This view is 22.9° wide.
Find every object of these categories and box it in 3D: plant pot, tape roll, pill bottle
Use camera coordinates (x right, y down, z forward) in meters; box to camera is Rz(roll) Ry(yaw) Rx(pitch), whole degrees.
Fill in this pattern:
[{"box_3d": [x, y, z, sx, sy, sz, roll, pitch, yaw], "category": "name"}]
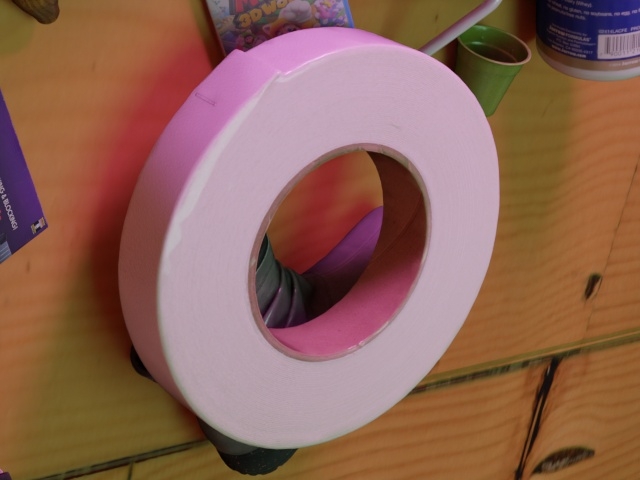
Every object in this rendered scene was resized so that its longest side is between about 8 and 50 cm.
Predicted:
[{"box_3d": [0.175, -0.177, 1.695, 0.083, 0.083, 0.079, -23, 140, -45], "category": "plant pot"}, {"box_3d": [0.000, 0.000, 1.425, 0.392, 0.072, 0.392, -18, 121, -33], "category": "tape roll"}, {"box_3d": [0.311, -0.320, 1.711, 0.153, 0.153, 0.265, -36, 137, -35], "category": "pill bottle"}]

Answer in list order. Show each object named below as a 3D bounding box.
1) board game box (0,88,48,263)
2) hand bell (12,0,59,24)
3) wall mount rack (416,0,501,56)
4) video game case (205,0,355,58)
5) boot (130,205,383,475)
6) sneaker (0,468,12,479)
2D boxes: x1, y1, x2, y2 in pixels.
[{"box_3d": [-0.288, -0.040, 1.180, 0.141, 0.048, 0.170, -41, 140, -29], "category": "board game box"}, {"box_3d": [-0.229, -0.227, 1.114, 0.126, 0.126, 0.242, -54, 156, -16], "category": "hand bell"}, {"box_3d": [0.095, -0.288, 1.477, 0.350, 0.130, 0.304, 22, 90, -55], "category": "wall mount rack"}, {"box_3d": [-0.042, -0.223, 1.364, 0.119, 0.015, 0.166, -18, 135, 0], "category": "video game case"}, {"box_3d": [-0.023, 0.051, 1.542, 0.338, 0.118, 0.223, -54, 140, -22], "category": "boot"}, {"box_3d": [-0.290, 0.221, 1.260, 0.122, 0.146, 0.331, -20, 124, -45], "category": "sneaker"}]
